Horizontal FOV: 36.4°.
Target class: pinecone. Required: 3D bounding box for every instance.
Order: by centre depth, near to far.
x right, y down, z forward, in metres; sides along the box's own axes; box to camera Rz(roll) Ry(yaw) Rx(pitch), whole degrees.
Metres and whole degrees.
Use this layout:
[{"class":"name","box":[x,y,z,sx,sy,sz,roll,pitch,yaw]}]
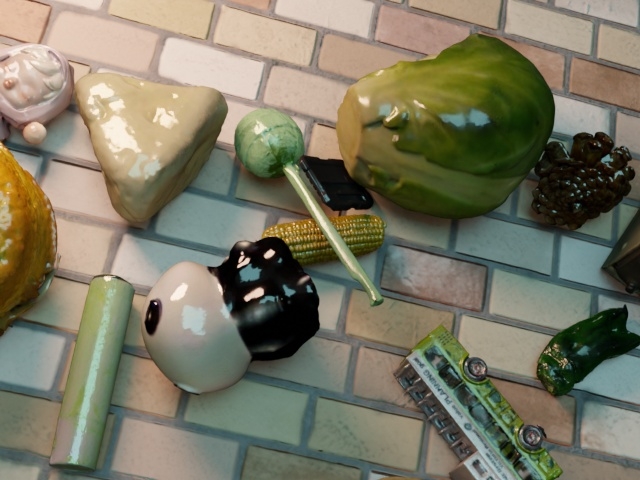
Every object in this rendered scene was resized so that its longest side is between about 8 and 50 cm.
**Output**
[{"class":"pinecone","box":[0.474,-0.115,1.749,0.195,0.179,0.150,-16,62,-35]}]

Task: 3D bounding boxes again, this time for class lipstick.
[{"class":"lipstick","box":[-0.349,0.200,1.500,0.076,0.076,0.304,10,66,-8]}]

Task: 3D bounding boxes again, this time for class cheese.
[{"class":"cheese","box":[-0.307,-0.153,1.601,0.251,0.173,0.248,19,56,-5]}]

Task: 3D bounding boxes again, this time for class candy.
[{"class":"candy","box":[-0.012,-0.061,1.601,0.119,0.119,0.440,-23,56,-19]}]

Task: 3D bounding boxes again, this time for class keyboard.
[{"class":"keyboard","box":[0.030,-0.094,1.622,0.016,0.262,0.106,-36,82,16]}]

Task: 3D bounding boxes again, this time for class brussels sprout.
[{"class":"brussels sprout","box":[0.221,-0.197,1.675,0.371,0.276,0.315,-18,69,-18]}]

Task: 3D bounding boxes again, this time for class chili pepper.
[{"class":"chili pepper","box":[0.467,0.183,1.686,0.224,0.061,0.098,-31,70,-20]}]

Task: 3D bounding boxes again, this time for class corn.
[{"class":"corn","box":[0.000,0.000,1.655,0.238,0.080,0.080,-8,70,-18]}]

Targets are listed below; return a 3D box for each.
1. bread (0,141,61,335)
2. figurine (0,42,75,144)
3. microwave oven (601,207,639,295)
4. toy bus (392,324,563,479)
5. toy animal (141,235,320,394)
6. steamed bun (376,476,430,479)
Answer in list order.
[{"class":"bread","box":[-0.580,-0.005,1.441,0.337,0.204,0.358,-42,96,-5]},{"class":"figurine","box":[-0.532,-0.234,1.614,0.276,0.133,0.200,-31,89,-17]},{"class":"microwave oven","box":[0.736,0.055,1.654,0.394,0.333,0.247,36,70,4]},{"class":"toy bus","box":[0.241,0.293,1.569,0.139,0.113,0.301,-32,75,-22]},{"class":"toy animal","box":[-0.144,0.116,1.513,0.267,0.212,0.212,-22,73,-8]},{"class":"steamed bun","box":[0.137,0.445,1.479,0.231,0.110,0.212,-39,91,-20]}]
